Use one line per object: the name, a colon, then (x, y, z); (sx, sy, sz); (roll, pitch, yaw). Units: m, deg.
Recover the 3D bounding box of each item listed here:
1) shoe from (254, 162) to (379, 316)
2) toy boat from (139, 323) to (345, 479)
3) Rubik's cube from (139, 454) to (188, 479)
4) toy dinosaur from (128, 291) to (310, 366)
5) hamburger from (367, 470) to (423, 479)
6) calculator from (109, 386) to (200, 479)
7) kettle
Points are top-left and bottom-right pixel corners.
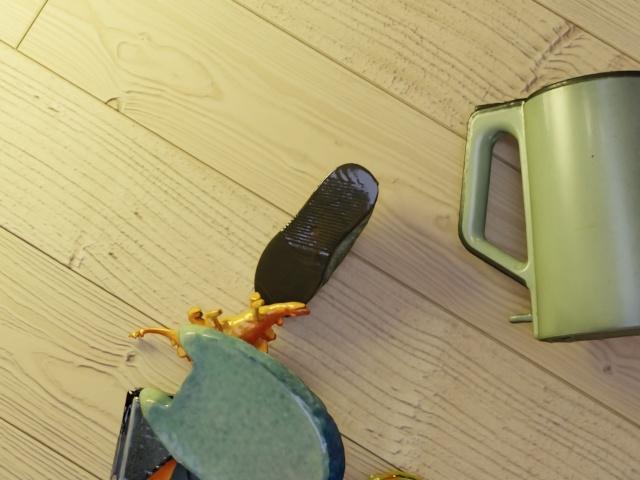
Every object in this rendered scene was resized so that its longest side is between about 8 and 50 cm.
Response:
shoe: (0.000, 0.000, 1.904); (0.103, 0.098, 0.275); (42, 104, 9)
toy boat: (-0.103, 0.269, 1.843); (0.330, 0.123, 0.215); (32, 99, 11)
Rubik's cube: (-0.307, 0.496, 1.868); (0.234, 0.284, 0.250); (-9, 126, 21)
toy dinosaur: (-0.149, 0.153, 1.897); (0.288, 0.070, 0.117); (-15, 103, 10)
hamburger: (0.114, 0.422, 1.853); (0.162, 0.115, 0.162); (0, 83, -1)
calculator: (-0.177, 0.327, 1.903); (0.274, 0.028, 0.166); (11, 88, 2)
kettle: (0.382, -0.039, 1.863); (0.361, 0.250, 0.377); (-9, 82, 27)
